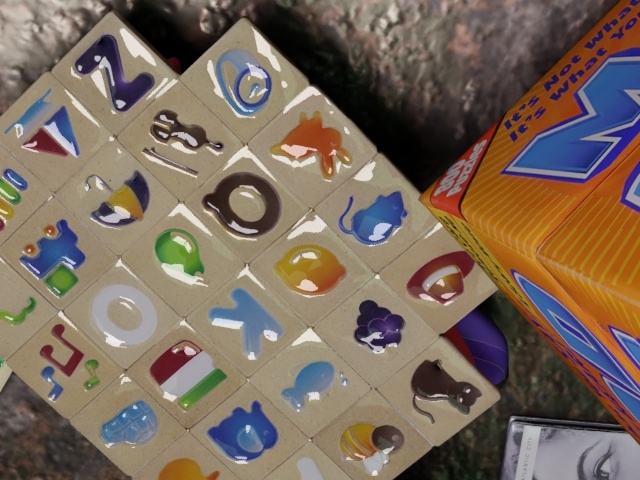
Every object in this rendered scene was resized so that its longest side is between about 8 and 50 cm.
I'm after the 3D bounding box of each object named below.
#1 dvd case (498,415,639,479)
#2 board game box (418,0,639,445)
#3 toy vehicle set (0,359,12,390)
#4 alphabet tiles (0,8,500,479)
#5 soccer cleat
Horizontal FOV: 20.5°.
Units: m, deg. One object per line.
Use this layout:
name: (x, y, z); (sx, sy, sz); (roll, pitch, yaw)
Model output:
dvd case: (0.236, 0.210, 1.300); (0.221, 0.018, 0.164); (5, 116, -2)
board game box: (0.344, 0.004, 0.956); (0.356, 0.356, 0.356); (-44, 110, -5)
toy vehicle set: (-0.284, 0.056, 1.173); (0.166, 0.035, 0.267); (27, 101, -22)
alphabet tiles: (-0.065, 0.031, 1.112); (0.285, 0.011, 0.342); (-41, 102, 21)
soccer cleat: (0.000, 0.000, 1.151); (0.318, 0.108, 0.116); (28, 115, -9)
